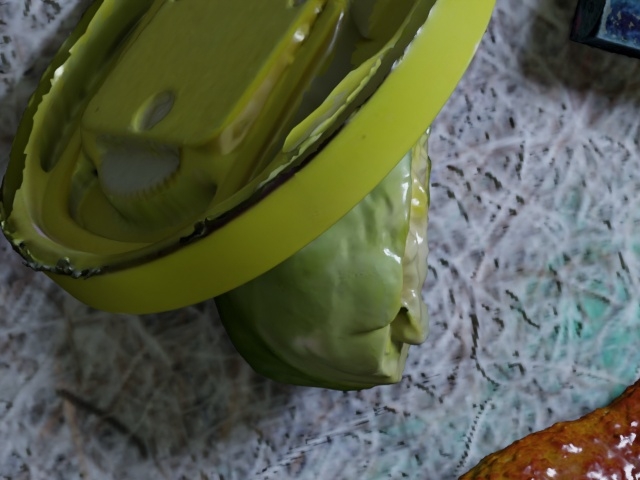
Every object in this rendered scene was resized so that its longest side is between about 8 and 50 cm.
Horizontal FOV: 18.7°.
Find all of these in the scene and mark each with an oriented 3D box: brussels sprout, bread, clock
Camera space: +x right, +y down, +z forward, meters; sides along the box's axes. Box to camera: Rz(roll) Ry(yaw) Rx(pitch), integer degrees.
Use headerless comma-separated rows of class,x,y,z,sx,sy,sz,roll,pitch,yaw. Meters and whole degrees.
brussels sprout,-0.004,-0.002,0.994,0.122,0.149,0.151,-1,53,6
bread,0.143,0.167,1.048,0.269,0.095,0.139,-30,104,-11
clock,-0.027,-0.083,0.926,0.293,0.277,0.071,-51,123,-11

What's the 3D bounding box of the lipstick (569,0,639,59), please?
lipstick,0.295,-0.097,1.087,0.312,0.051,0.051,13,89,-12
